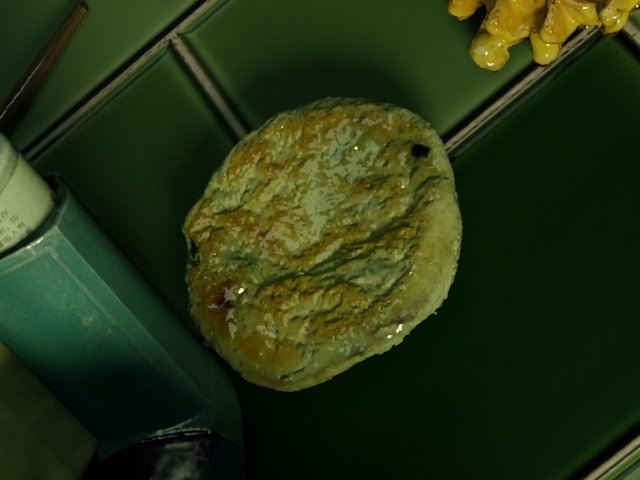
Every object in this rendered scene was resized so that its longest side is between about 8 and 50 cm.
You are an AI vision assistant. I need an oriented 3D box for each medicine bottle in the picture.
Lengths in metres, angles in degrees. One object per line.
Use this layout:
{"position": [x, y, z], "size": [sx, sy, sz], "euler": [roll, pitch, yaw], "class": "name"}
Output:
{"position": [-0.125, 0.057, 0.842], "size": [0.079, 0.258, 0.124], "euler": [-17, 40, 21], "class": "medicine bottle"}

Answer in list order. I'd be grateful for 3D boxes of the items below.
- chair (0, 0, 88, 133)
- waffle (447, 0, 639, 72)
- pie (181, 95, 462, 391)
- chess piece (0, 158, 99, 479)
{"position": [-0.317, -0.108, 1.052], "size": [0.188, 0.166, 0.272], "euler": [29, 85, 21], "class": "chair"}
{"position": [0.163, -0.222, 0.932], "size": [0.231, 0.051, 0.229], "euler": [-23, 57, 16], "class": "waffle"}
{"position": [0.000, 0.000, 0.915], "size": [0.187, 0.041, 0.187], "euler": [-12, 62, 23], "class": "pie"}
{"position": [-0.360, 0.104, 0.953], "size": [0.442, 0.234, 0.234], "euler": [-19, 58, 27], "class": "chess piece"}
